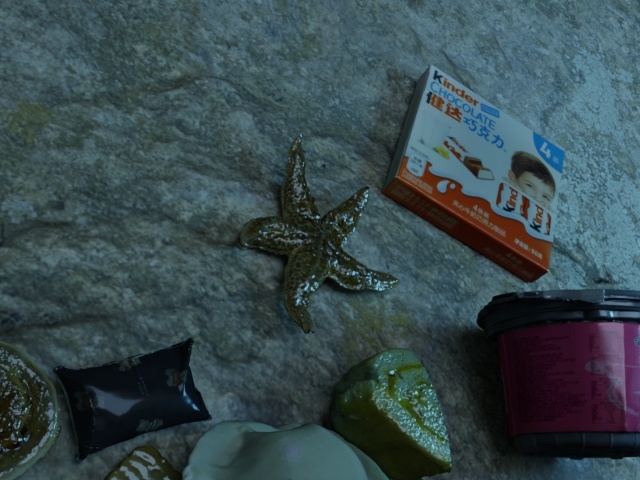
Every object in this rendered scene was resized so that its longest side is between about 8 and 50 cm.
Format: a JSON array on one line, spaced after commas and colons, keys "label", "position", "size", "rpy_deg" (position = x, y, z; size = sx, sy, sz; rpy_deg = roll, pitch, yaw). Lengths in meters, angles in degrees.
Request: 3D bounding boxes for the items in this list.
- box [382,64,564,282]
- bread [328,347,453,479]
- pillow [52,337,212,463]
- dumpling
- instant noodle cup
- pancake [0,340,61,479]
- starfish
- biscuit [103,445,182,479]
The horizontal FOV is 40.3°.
[{"label": "box", "position": [0.242, -0.106, 1.321], "size": [0.273, 0.048, 0.265], "rpy_deg": [29, 50, -13]}, {"label": "bread", "position": [0.071, 0.199, 0.976], "size": [0.110, 0.103, 0.156], "rpy_deg": [11, 46, -37]}, {"label": "pillow", "position": [-0.187, 0.156, 0.879], "size": [0.150, 0.048, 0.090], "rpy_deg": [-12, 62, -35]}, {"label": "dumpling", "position": [-0.039, 0.242, 0.868], "size": [0.252, 0.131, 0.179], "rpy_deg": [1, 38, -40]}, {"label": "instant noodle cup", "position": [0.326, 0.176, 1.082], "size": [0.302, 0.258, 0.181], "rpy_deg": [10, 72, -27]}, {"label": "pancake", "position": [-0.316, 0.158, 0.810], "size": [0.152, 0.025, 0.151], "rpy_deg": [16, 53, -22]}, {"label": "starfish", "position": [0.000, 0.000, 1.090], "size": [0.236, 0.062, 0.277], "rpy_deg": [12, 54, -27]}, {"label": "biscuit", "position": [-0.134, 0.332, 0.812], "size": [0.254, 0.029, 0.172], "rpy_deg": [46, 47, 1]}]
